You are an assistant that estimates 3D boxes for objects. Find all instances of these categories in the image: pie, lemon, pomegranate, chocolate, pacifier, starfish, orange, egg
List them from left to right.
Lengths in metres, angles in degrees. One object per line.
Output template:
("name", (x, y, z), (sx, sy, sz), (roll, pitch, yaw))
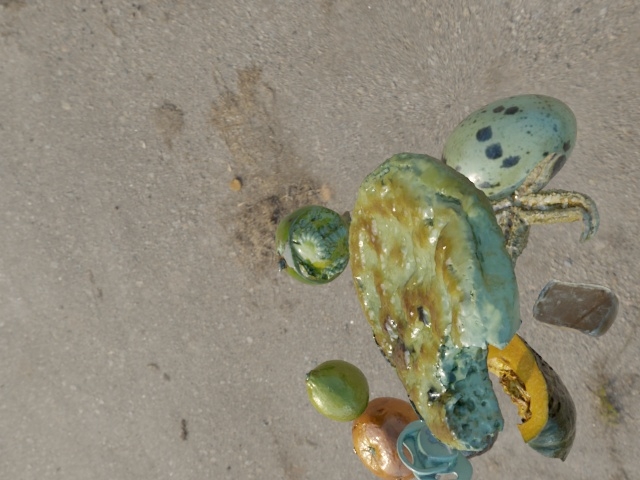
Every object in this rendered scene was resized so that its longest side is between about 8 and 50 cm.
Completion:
("pomegranate", (0.000, 0.000, 1.630), (0.260, 0.340, 0.261), (28, 131, 38))
("lemon", (0.054, 0.462, 1.554), (0.184, 0.184, 0.248), (-38, 129, 21))
("orange", (0.244, 0.669, 1.705), (0.283, 0.226, 0.284), (21, 121, 39))
("pie", (0.103, 0.053, 0.520), (0.066, 0.302, 0.303), (-11, 104, -15))
("pacifier", (0.194, 0.393, 0.888), (0.126, 0.150, 0.117), (-2, 119, -16))
("egg", (0.524, -0.251, 1.411), (0.379, 0.287, 0.288), (-22, 98, 31))
("starfish", (0.472, -0.018, 1.251), (0.082, 0.324, 0.432), (26, 133, -26))
("chocolate", (0.754, 0.206, 1.467), (0.080, 0.254, 0.157), (37, 80, -18))

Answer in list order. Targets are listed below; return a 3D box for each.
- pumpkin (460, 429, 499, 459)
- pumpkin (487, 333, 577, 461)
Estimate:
("pumpkin", (0.520, 0.703, 1.850), (0.295, 0.296, 0.296), (4, 106, 14))
("pumpkin", (0.433, 0.280, 0.993), (0.163, 0.278, 0.111), (19, 120, -30))
